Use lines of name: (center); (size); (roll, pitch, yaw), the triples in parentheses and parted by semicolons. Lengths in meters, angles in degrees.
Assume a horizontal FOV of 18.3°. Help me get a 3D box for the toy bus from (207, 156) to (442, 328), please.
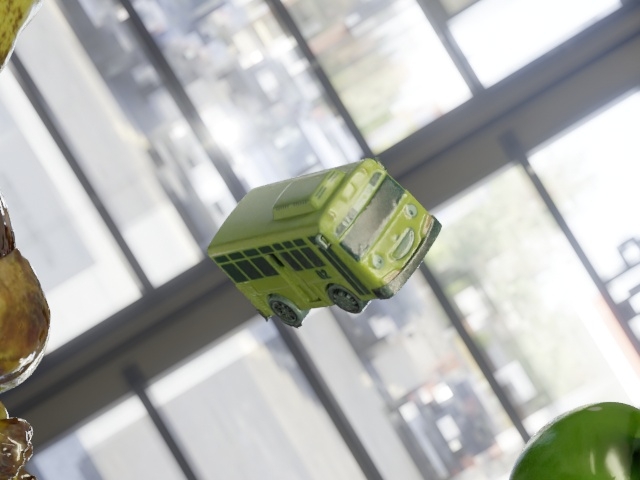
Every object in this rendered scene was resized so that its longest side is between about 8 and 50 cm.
toy bus: (0.000, 0.000, 1.520); (0.101, 0.088, 0.175); (48, -30, -19)

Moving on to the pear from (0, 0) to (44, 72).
pear: (-0.267, -0.156, 1.187); (0.197, 0.197, 0.197); (59, 2, -4)

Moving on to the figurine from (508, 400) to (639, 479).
figurine: (0.275, 0.208, 1.716); (0.143, 0.263, 0.162); (45, 42, -32)

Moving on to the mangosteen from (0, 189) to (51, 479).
mangosteen: (-0.205, 0.037, 0.856); (0.217, 0.192, 0.192); (42, -6, 28)
